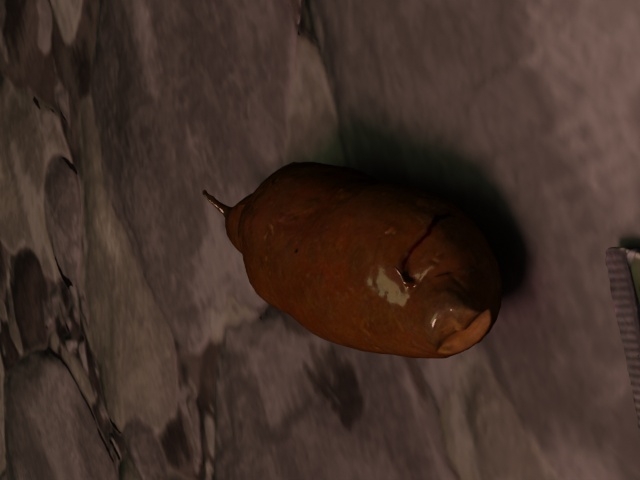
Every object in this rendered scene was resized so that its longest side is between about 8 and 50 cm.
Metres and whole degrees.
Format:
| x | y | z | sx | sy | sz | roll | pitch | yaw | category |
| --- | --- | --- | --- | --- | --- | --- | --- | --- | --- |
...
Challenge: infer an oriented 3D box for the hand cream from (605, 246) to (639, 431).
| x | y | z | sx | sy | sz | roll | pitch | yaw | category |
| --- | --- | --- | --- | --- | --- | --- | --- | --- | --- |
| 0.112 | 0.046 | 0.307 | 0.235 | 0.055 | 0.086 | -178 | 79 | -72 | hand cream |

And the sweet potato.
| x | y | z | sx | sy | sz | roll | pitch | yaw | category |
| --- | --- | --- | --- | --- | --- | --- | --- | --- | --- |
| 0.000 | 0.000 | 0.522 | 0.195 | 0.056 | 0.056 | -154 | 55 | -66 | sweet potato |
